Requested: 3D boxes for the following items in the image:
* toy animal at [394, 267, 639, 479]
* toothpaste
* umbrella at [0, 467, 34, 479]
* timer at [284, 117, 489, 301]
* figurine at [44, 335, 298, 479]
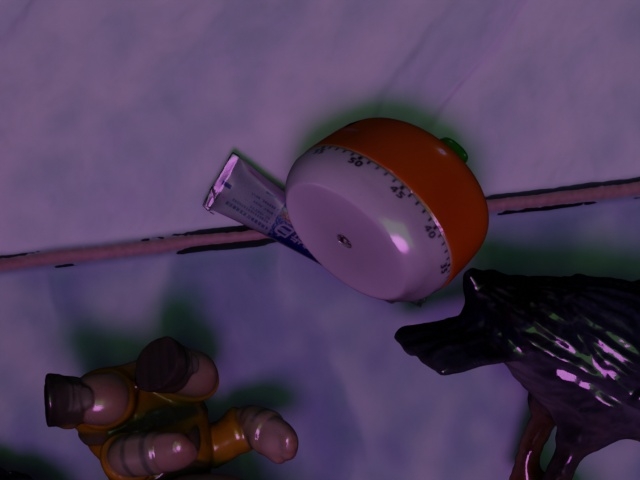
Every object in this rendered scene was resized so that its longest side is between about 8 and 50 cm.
[{"bbox_3d":[0.193,0.107,0.704,0.298,0.122,0.185,33,102,-10],"label":"toy animal"},{"bbox_3d":[0.000,0.000,0.737,0.170,0.028,0.045,30,103,-2],"label":"toothpaste"},{"bbox_3d":[-0.280,0.160,0.745,0.224,0.071,0.080,36,86,3],"label":"umbrella"},{"bbox_3d":[0.053,-0.030,0.691,0.136,0.099,0.136,5,59,-8],"label":"timer"},{"bbox_3d":[-0.092,0.199,0.702,0.192,0.167,0.256,-6,71,-29],"label":"figurine"}]
